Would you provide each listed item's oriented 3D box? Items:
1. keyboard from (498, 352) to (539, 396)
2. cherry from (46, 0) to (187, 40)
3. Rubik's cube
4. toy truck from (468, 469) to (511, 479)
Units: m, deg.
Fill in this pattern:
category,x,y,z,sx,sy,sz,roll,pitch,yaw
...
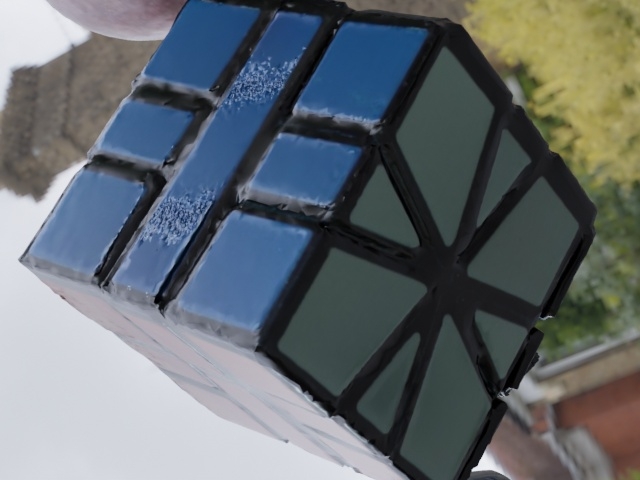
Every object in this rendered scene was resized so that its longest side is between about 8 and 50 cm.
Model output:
category,x,y,z,sx,sy,sz,roll,pitch,yaw
keyboard,0.175,0.085,1.731,0.231,0.072,0.023,50,170,-22
cherry,-0.142,-0.303,1.354,0.307,0.261,0.221,2,-137,-43
Rubik's cube,0.000,0.000,1.153,0.288,0.283,0.293,-59,-42,-17
toy truck,0.161,0.328,1.297,0.124,0.155,0.268,-2,-124,-44
